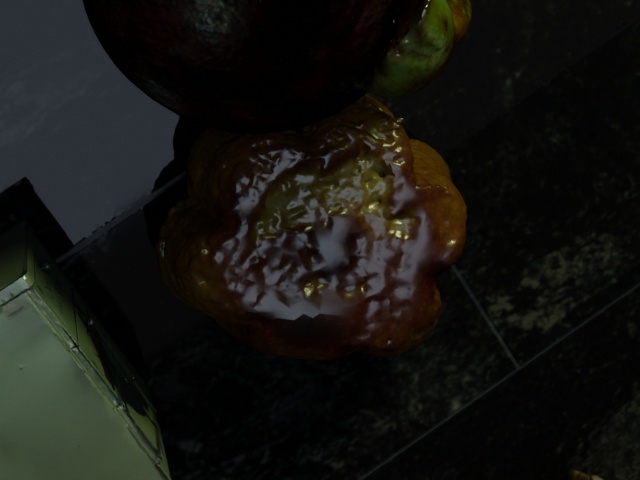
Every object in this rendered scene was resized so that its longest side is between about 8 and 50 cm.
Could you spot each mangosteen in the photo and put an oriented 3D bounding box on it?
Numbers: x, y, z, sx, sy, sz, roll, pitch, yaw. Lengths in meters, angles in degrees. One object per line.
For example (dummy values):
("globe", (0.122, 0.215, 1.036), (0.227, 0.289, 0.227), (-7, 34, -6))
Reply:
("mangosteen", (-0.026, -0.202, 0.858), (0.288, 0.288, 0.288), (-4, 107, -12))

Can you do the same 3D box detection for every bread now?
("bread", (-0.004, -0.012, 0.999), (0.246, 0.135, 0.232), (6, 101, -16))

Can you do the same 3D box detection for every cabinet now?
("cabinet", (-0.229, 0.121, 0.981), (0.150, 0.145, 0.206), (-34, 111, -2))

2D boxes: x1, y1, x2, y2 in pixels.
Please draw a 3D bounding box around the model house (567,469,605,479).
("model house", (0.240, 0.346, 1.141), (0.219, 0.199, 0.229), (38, 91, -8))
